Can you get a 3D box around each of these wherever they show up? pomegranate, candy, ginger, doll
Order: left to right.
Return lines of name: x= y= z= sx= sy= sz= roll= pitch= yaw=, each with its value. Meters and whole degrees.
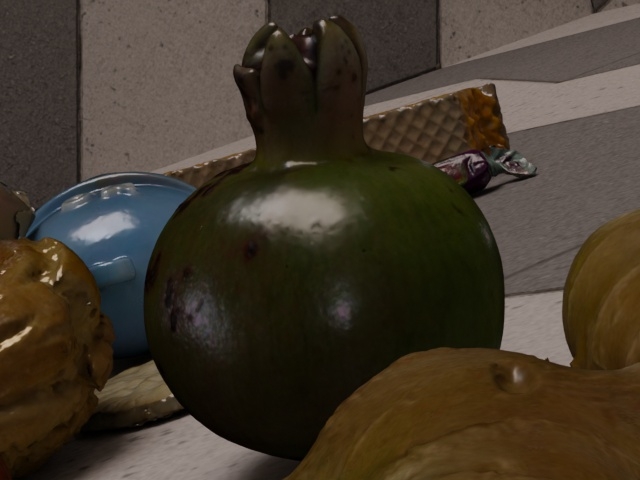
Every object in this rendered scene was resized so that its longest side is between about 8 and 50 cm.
doll: x=-0.153 y=0.016 z=1.330 sx=0.177 sy=0.141 sz=0.314 roll=-16 pitch=5 yaw=-2
pomegranate: x=0.012 y=0.009 z=0.821 sx=0.179 sy=0.210 sz=0.179 roll=17 pitch=24 yaw=-8
candy: x=0.113 y=-0.053 z=1.559 sx=0.175 sy=0.045 sz=0.043 roll=-20 pitch=-26 yaw=-6
ginger: x=0.077 y=0.083 z=0.539 sx=0.363 sy=0.122 sz=0.348 roll=-15 pitch=9 yaw=-19

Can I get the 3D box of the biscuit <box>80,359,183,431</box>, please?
biscuit: x=-0.098 y=0.092 z=1.111 sx=0.152 sy=0.020 sz=0.152 roll=-17 pitch=8 yaw=2

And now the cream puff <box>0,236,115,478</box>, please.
cream puff: x=-0.208 y=0.084 z=1.023 sx=0.189 sy=0.129 sz=0.189 roll=-23 pitch=17 yaw=8

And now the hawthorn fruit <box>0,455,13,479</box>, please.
hawthorn fruit: x=-0.199 y=0.105 z=0.728 sx=0.149 sy=0.189 sz=0.149 roll=4 pitch=-11 yaw=1

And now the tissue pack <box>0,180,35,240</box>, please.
tissue pack: x=-0.315 y=0.018 z=1.130 sx=0.123 sy=0.215 sz=0.256 roll=20 pitch=-9 yaw=18

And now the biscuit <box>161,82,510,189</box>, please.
biscuit: x=0.005 y=-0.067 z=1.713 sx=0.379 sy=0.094 sz=0.054 roll=-13 pitch=3 yaw=25
